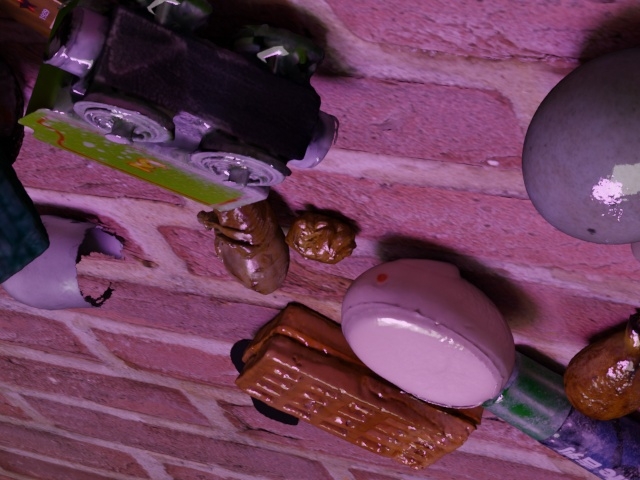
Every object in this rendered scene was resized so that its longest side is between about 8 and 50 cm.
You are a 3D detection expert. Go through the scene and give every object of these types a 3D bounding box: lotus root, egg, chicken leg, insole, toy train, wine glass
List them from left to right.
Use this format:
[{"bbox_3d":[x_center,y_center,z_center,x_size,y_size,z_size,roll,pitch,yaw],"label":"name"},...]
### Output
[{"bbox_3d":[-0.436,0.025,2.437,0.321,0.143,0.143,8,152,29],"label":"wine glass"},{"bbox_3d":[-0.149,-0.148,1.758,0.307,0.173,0.249,21,164,-26],"label":"toy train"},{"bbox_3d":[-0.104,-0.031,2.096,0.228,0.088,0.103,63,174,-34],"label":"chicken leg"},{"bbox_3d":[-0.083,0.226,2.710,0.109,0.007,0.322,18,156,15],"label":"insole"},{"bbox_3d":[0.361,0.152,2.064,0.108,0.094,0.191,-8,157,-18],"label":"lotus root"},{"bbox_3d":[0.275,-0.084,1.541,0.169,0.169,0.236,31,153,-19],"label":"egg"}]

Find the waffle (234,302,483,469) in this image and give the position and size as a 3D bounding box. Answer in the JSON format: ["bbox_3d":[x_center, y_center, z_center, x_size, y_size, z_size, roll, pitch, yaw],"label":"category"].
[{"bbox_3d":[0.053,0.218,2.466,0.327,0.098,0.224,27,158,-8],"label":"waffle"}]

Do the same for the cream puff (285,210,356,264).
[{"bbox_3d":[0.000,0.000,2.096,0.083,0.058,0.083,30,157,-19],"label":"cream puff"}]

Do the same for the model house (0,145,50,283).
[{"bbox_3d":[-0.483,-0.106,1.825,0.342,0.335,0.382,-13,120,26],"label":"model house"}]

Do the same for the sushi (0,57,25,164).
[{"bbox_3d":[-0.462,-0.166,2.066,0.225,0.136,0.126,20,165,-6],"label":"sushi"}]

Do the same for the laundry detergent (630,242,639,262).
[{"bbox_3d":[0.404,0.010,1.721,0.181,0.091,0.253,-5,144,44],"label":"laundry detergent"}]

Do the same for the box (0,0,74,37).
[{"bbox_3d":[-0.283,-0.245,1.876,0.133,0.023,0.090,29,154,-13],"label":"box"}]

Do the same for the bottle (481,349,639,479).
[{"bbox_3d":[0.359,0.256,2.275,0.330,0.093,0.093,31,155,-18],"label":"bottle"}]

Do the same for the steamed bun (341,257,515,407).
[{"bbox_3d":[0.135,0.102,2.102,0.228,0.131,0.177,31,145,-15],"label":"steamed bun"}]
